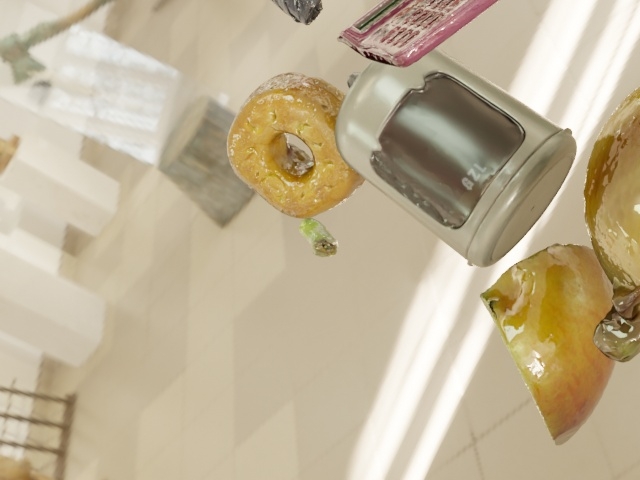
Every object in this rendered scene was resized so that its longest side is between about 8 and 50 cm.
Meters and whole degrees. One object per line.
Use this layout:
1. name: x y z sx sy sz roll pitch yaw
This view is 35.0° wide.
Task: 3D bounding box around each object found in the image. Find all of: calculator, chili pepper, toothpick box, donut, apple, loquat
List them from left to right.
1. donut: -0.031 -0.142 1.536 0.226 0.226 0.114 -37 7 36
2. chili pepper: 0.000 0.000 1.822 0.202 0.051 0.050 -126 27 -74
3. calculator: 0.091 -0.202 0.914 0.126 0.034 0.190 -36 23 -1
4. toothpick box: 0.162 -0.133 1.360 0.316 0.229 0.229 39 99 19
5. apple: 0.312 0.134 1.367 0.179 0.346 0.254 22 81 21
6. loquat: 0.422 -0.011 1.067 0.359 0.328 0.328 -51 27 8

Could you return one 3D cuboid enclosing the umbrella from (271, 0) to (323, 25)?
1. umbrella: -0.094 -0.415 1.501 0.071 0.248 0.071 -50 -3 -3
